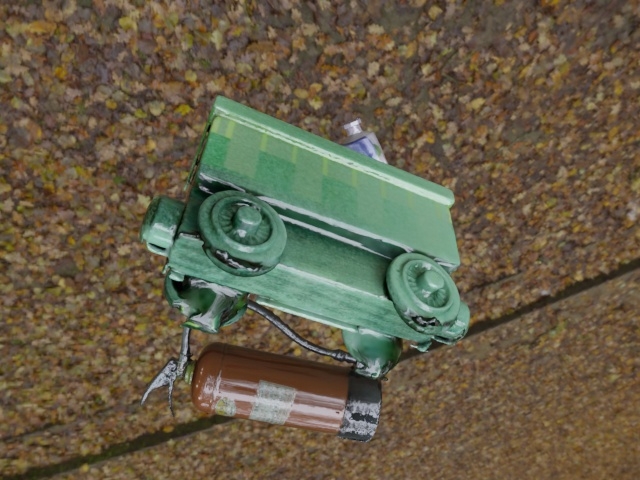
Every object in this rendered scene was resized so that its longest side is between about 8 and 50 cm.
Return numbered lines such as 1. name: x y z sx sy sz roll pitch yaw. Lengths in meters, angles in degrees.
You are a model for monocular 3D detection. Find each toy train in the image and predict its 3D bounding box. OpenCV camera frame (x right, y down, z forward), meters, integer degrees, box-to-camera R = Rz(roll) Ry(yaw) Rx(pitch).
1. toy train: 0.000 0.000 0.471 0.301 0.202 0.120 19 133 -16

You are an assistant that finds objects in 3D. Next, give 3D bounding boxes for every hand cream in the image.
1. hand cream: 0.069 -0.114 0.780 0.084 0.053 0.142 -9 108 39

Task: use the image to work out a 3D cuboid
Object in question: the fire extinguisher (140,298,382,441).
1. fire extinguisher: -0.088 0.208 0.847 0.376 0.200 0.113 11 162 -6
